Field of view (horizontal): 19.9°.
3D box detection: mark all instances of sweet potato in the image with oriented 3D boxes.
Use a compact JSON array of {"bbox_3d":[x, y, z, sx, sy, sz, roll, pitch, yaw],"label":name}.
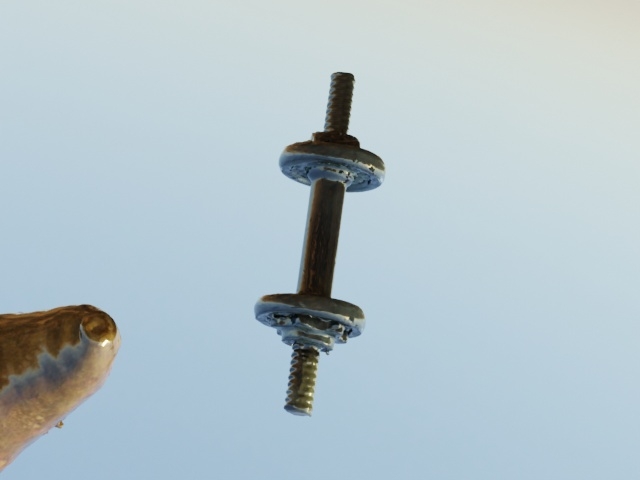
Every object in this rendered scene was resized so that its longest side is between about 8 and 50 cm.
[{"bbox_3d":[-0.199,0.112,0.876,0.097,0.292,0.097,26,-139,-25],"label":"sweet potato"}]

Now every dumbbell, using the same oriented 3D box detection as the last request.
[{"bbox_3d":[0.000,0.000,1.310,0.081,0.254,0.081,7,165,2],"label":"dumbbell"}]
